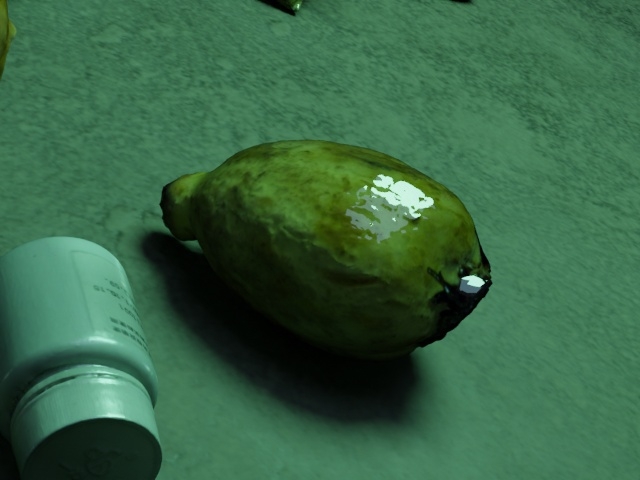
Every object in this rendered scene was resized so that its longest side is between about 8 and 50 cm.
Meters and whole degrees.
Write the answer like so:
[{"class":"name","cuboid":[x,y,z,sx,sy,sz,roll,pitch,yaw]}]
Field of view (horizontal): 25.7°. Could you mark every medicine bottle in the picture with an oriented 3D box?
[{"class":"medicine bottle","cuboid":[-0.122,0.065,0.685,0.080,0.080,0.130,9,34,-27]}]

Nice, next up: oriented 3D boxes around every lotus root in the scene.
[{"class":"lotus root","cuboid":[0.000,0.000,0.849,0.214,0.138,0.138,17,28,8]}]

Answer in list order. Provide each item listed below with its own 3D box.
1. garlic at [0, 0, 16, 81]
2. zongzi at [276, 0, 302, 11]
[{"class":"garlic","cuboid":[-0.258,-0.107,0.847,0.115,0.128,0.206,-1,39,-1]},{"class":"zongzi","cuboid":[0.008,-0.337,1.313,0.094,0.205,0.204,34,25,-7]}]
